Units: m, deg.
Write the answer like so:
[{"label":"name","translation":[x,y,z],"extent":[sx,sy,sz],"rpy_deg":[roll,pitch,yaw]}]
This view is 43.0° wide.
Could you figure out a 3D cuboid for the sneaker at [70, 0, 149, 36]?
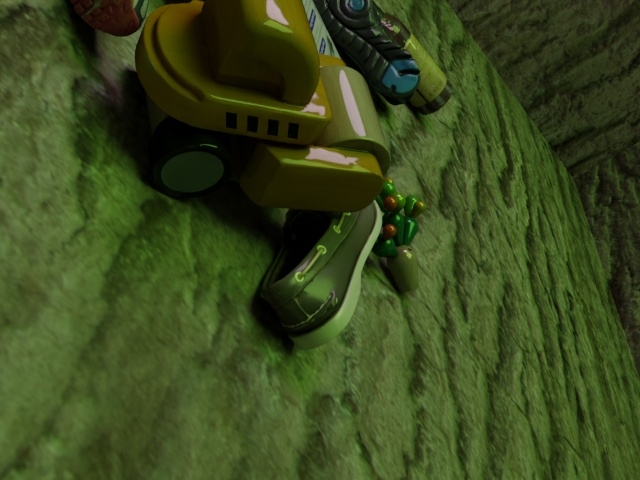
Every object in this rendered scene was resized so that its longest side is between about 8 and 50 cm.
[{"label":"sneaker","translation":[-0.231,-0.348,1.013],"extent":[0.112,0.121,0.299],"rpy_deg":[42,28,-39]}]

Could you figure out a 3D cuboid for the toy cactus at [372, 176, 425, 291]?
[{"label":"toy cactus","translation":[0.112,-0.004,1.312],"extent":[0.219,0.112,0.180],"rpy_deg":[-39,115,-68]}]

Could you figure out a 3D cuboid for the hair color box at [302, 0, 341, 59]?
[{"label":"hair color box","translation":[-0.085,-0.360,1.233],"extent":[0.338,0.110,0.185],"rpy_deg":[59,21,-28]}]

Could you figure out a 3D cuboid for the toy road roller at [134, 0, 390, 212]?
[{"label":"toy road roller","translation":[-0.048,-0.183,0.937],"extent":[0.330,0.240,0.202],"rpy_deg":[6,52,-28]}]

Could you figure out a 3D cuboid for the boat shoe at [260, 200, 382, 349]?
[{"label":"boat shoe","translation":[0.000,0.000,1.053],"extent":[0.096,0.117,0.324],"rpy_deg":[51,31,-23]}]

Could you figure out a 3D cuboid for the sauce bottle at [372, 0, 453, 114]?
[{"label":"sauce bottle","translation":[0.177,-0.446,1.900],"extent":[0.344,0.111,0.111],"rpy_deg":[45,28,-30]}]

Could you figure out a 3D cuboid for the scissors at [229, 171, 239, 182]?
[{"label":"scissors","translation":[-0.066,-0.071,1.118],"extent":[0.109,0.021,0.297],"rpy_deg":[60,24,4]}]

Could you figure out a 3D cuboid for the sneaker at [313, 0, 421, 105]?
[{"label":"sneaker","translation":[0.085,-0.432,1.749],"extent":[0.340,0.125,0.139],"rpy_deg":[58,-3,7]}]
